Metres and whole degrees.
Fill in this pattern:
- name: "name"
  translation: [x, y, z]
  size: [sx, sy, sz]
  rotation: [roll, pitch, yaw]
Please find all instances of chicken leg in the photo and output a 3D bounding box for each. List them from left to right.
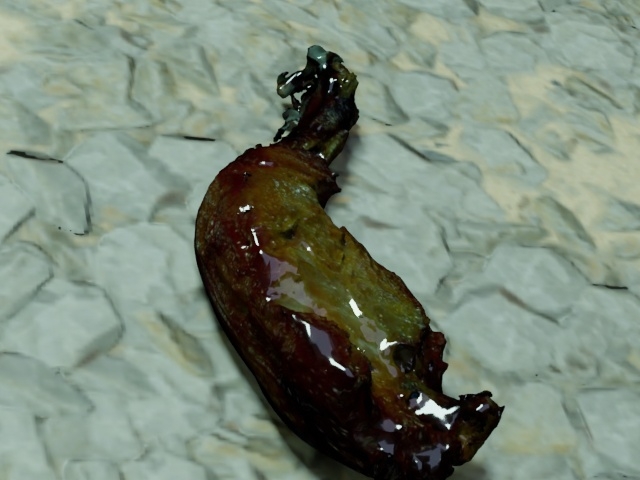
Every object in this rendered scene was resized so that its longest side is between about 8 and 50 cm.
- name: "chicken leg"
  translation: [0.000, 0.000, 0.671]
  size: [0.106, 0.051, 0.253]
  rotation: [11, 40, -23]
